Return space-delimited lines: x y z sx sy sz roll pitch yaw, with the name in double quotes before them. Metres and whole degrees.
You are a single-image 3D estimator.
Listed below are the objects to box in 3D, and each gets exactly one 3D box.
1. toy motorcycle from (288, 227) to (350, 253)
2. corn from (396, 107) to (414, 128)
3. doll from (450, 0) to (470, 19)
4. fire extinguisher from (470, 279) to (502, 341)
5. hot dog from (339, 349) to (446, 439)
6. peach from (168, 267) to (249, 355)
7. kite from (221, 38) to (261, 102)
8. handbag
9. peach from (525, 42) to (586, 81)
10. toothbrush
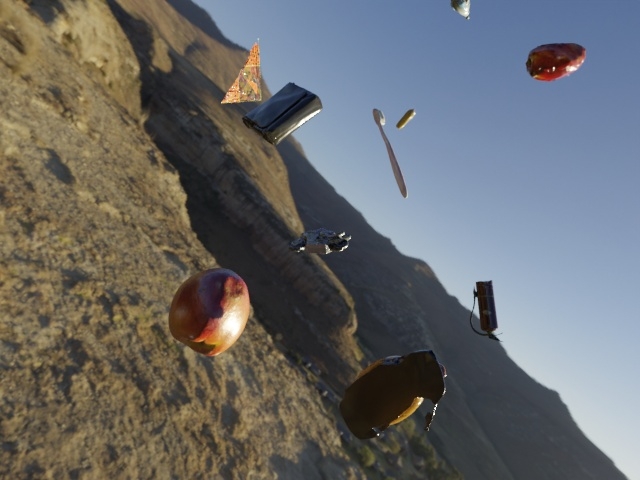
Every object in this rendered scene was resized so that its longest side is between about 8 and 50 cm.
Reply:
"toy motorcycle" 0.000 0.000 1.711 0.152 0.225 0.073 -62 146 -62
"corn" 0.289 -0.413 1.576 0.027 0.083 0.028 43 18 4
"doll" 0.323 -0.562 1.083 0.057 0.039 0.114 -2 -38 41
"fire extinguisher" 0.423 0.183 1.201 0.045 0.078 0.157 8 75 -57
"hot dog" 0.201 0.387 1.203 0.194 0.326 0.107 62 32 1
"peach" -0.288 0.175 1.227 0.200 0.243 0.243 19 3 -2
"kite" -0.194 -0.430 1.294 0.008 0.222 0.125 16 -18 31
"handbag" -0.137 -0.453 1.663 0.223 0.247 0.080 43 -11 47
"peach" 0.749 -0.566 1.491 0.172 0.092 0.127 6 -5 23
"toothbrush" 0.209 -0.261 1.373 0.030 0.025 0.307 -1 66 -36
